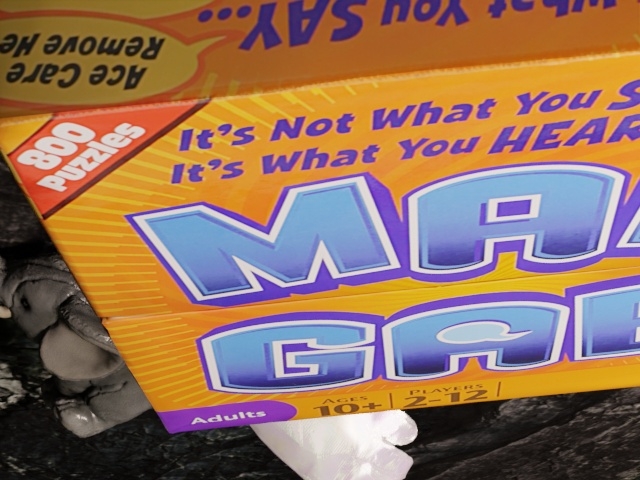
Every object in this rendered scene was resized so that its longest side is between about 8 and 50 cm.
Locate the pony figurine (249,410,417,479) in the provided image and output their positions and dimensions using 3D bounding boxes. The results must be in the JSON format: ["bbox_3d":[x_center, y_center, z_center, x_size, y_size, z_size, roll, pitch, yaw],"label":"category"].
[{"bbox_3d":[0.000,0.000,1.118,0.351,0.303,0.363,33,151,-2],"label":"pony figurine"}]

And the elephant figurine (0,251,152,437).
[{"bbox_3d":[-0.235,0.075,1.325,0.186,0.169,0.239,-30,140,-14],"label":"elephant figurine"}]

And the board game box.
[{"bbox_3d":[0.061,-0.139,0.680,0.356,0.356,0.356,-6,154,2],"label":"board game box"}]
